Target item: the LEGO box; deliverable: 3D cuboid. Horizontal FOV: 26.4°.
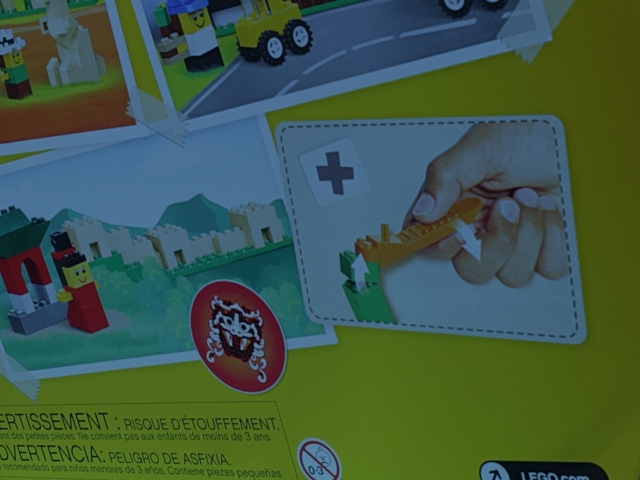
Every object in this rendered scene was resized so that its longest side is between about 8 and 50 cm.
[{"bbox_3d":[-0.026,-0.083,0.619,0.500,0.372,0.193,-6,-166,38],"label":"LEGO box"}]
